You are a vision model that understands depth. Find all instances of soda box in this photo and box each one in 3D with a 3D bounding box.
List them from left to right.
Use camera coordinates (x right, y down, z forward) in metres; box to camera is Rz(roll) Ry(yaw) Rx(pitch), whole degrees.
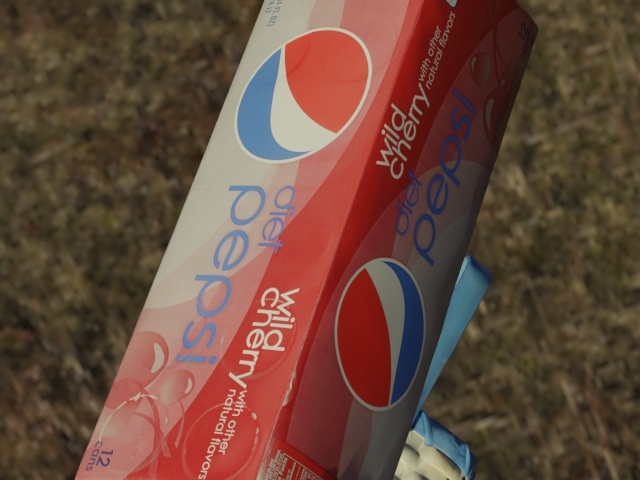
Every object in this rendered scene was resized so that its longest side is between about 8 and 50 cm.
[{"bbox_3d":[0.000,0.000,0.773,0.092,0.083,0.263,1,61,37],"label":"soda box"}]

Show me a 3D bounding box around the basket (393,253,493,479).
[{"bbox_3d":[0.021,0.156,1.550,0.289,0.201,0.255,-56,8,-34],"label":"basket"}]
